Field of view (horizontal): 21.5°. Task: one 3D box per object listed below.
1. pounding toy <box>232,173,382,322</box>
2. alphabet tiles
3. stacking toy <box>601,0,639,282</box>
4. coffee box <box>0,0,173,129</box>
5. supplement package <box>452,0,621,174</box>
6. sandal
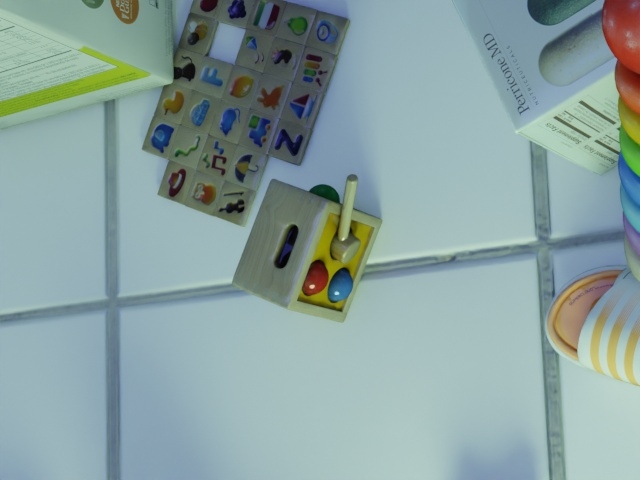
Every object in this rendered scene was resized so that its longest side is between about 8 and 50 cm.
[{"bbox_3d":[0.000,0.000,1.617,0.100,0.130,0.141,23,93,31],"label":"pounding toy"},{"bbox_3d":[-0.087,-0.142,1.766,0.198,0.009,0.237,20,92,31],"label":"alphabet tiles"},{"bbox_3d":[0.284,-0.094,1.332,0.141,0.330,0.141,-12,49,14],"label":"stacking toy"},{"bbox_3d":[-0.388,-0.326,1.781,0.338,0.334,0.338,-11,75,29],"label":"coffee box"},{"bbox_3d":[0.275,-0.219,1.455,0.262,0.198,0.199,-32,67,22],"label":"supplement package"},{"bbox_3d":[0.309,0.084,1.451,0.265,0.076,0.102,17,90,32],"label":"sandal"}]
